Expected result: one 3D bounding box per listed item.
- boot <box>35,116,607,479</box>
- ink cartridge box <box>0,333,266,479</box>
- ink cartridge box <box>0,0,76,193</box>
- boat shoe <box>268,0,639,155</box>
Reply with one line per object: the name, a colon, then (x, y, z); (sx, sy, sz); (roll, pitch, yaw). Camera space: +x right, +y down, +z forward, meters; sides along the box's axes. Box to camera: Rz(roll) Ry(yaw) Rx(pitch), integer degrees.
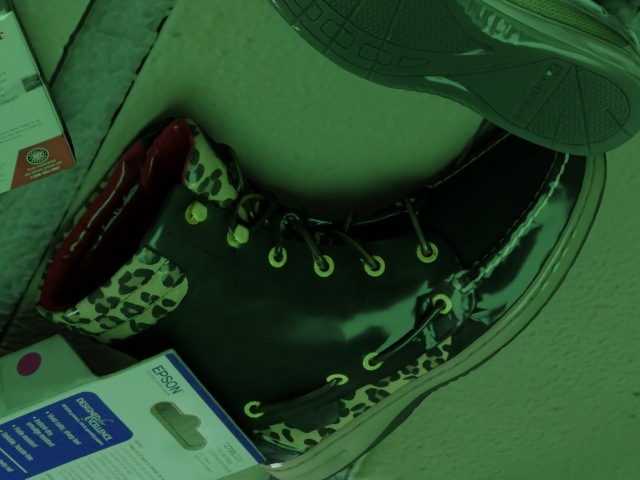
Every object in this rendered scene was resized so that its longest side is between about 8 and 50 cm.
boot: (0.000, 0.000, 1.464); (0.284, 0.138, 0.377); (33, 116, -31)
ink cartridge box: (-0.244, 0.171, 1.499); (0.371, 0.069, 0.176); (-20, 141, 12)
ink cartridge box: (-0.239, -0.101, 1.369); (0.099, 0.056, 0.135); (-20, 127, -2)
boat shoe: (0.091, -0.169, 1.392); (0.320, 0.103, 0.118); (23, 132, -15)
